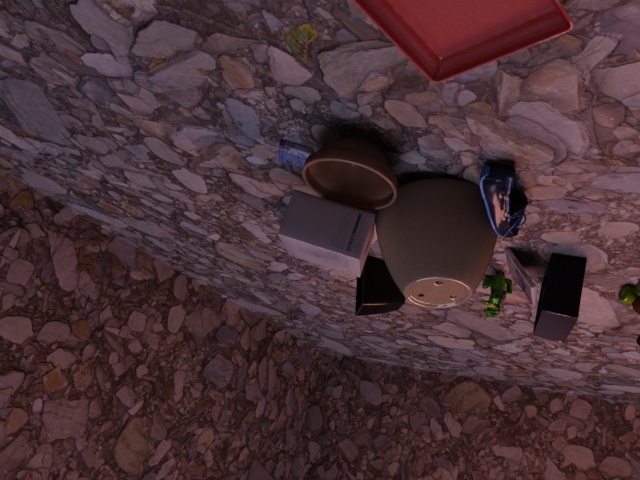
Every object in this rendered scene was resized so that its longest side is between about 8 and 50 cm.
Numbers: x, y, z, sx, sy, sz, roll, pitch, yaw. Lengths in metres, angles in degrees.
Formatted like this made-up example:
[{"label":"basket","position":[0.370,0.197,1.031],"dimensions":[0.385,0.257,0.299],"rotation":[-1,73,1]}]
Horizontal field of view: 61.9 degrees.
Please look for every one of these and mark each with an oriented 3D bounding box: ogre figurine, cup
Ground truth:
[{"label":"ogre figurine","position":[0.591,0.182,1.799],"dimensions":[0.096,0.118,0.197],"rotation":[6,155,37]},{"label":"cup","position":[0.301,0.035,1.385],"dimensions":[0.330,0.237,0.331],"rotation":[5,148,3]}]

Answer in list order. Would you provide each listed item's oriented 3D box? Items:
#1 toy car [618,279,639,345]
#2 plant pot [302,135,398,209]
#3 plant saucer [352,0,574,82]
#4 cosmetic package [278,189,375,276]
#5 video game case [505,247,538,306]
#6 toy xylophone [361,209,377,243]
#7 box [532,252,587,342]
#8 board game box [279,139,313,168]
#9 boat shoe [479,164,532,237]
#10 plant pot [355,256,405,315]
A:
[{"label":"toy car","position":[0.957,0.228,1.526],"dimensions":[0.154,0.189,0.149],"rotation":[18,159,-1]},{"label":"plant pot","position":[0.083,-0.177,1.306],"dimensions":[0.237,0.110,0.237],"rotation":[16,159,6]},{"label":"plant saucer","position":[0.206,-0.372,0.812],"dimensions":[0.258,0.048,0.259],"rotation":[32,154,-33]},{"label":"cosmetic package","position":[0.022,-0.013,1.459],"dimensions":[0.224,0.138,0.224],"rotation":[18,167,10]},{"label":"video game case","position":[0.607,0.113,1.609],"dimensions":[0.019,0.143,0.157],"rotation":[-29,146,7]},{"label":"toy xylophone","position":[0.097,-0.062,1.621],"dimensions":[0.236,0.081,0.322],"rotation":[23,159,-14]},{"label":"box","position":[0.712,0.178,1.600],"dimensions":[0.103,0.185,0.261],"rotation":[9,157,19]},{"label":"board game box","position":[-0.066,-0.227,1.423],"dimensions":[0.089,0.020,0.090],"rotation":[15,159,3]},{"label":"boat shoe","position":[0.450,-0.080,1.273],"dimensions":[0.088,0.109,0.258],"rotation":[-1,155,32]},{"label":"plant pot","position":[0.228,0.180,2.016],"dimensions":[0.166,0.188,0.187],"rotation":[5,159,-4]}]
